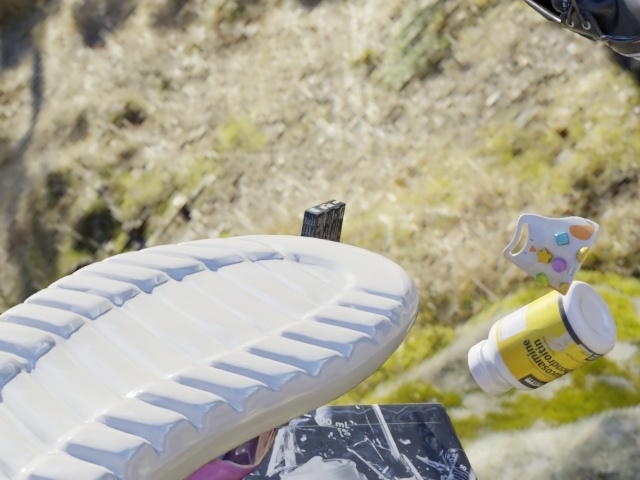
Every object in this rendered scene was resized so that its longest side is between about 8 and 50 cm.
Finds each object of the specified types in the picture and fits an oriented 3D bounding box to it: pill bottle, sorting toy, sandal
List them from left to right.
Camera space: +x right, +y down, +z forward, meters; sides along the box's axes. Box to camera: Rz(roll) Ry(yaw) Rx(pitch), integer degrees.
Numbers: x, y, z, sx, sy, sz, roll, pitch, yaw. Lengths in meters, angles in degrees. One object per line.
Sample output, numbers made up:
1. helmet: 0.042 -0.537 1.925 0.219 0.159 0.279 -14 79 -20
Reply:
1. sandal: -0.102 0.097 0.685 0.169 0.102 0.416 22 30 30
2. pill bottle: 0.286 0.134 1.791 0.184 0.103 0.103 -34 34 35
3. sorting toy: 0.222 0.010 1.351 0.045 0.075 0.083 -45 -21 -60

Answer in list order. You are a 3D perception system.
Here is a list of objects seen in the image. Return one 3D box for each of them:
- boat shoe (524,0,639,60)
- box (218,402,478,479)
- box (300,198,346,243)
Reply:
1. boat shoe: 0.220 -0.200 1.116 0.228 0.076 0.080 -122 35 -62
2. box: 0.003 0.340 1.402 0.312 0.343 0.179 -114 35 -43
3. box: 0.000 0.000 1.563 0.018 0.067 0.083 19 112 26
